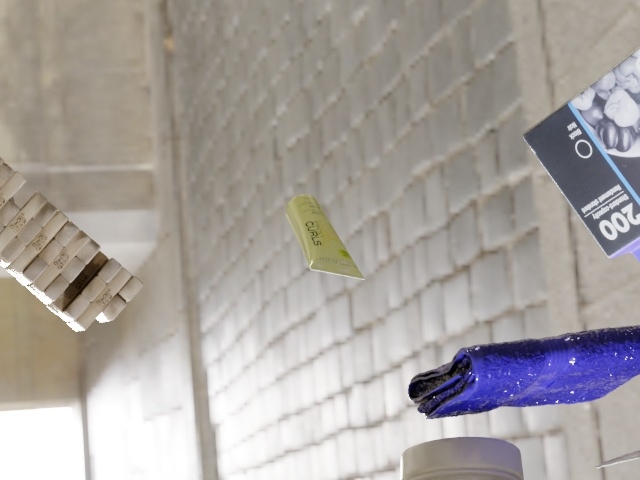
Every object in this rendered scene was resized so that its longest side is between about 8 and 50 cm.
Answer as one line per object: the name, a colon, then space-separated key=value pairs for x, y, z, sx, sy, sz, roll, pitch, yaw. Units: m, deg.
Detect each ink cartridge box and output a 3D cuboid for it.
ink cartridge box: x=0.321 y=-0.070 z=1.417 sx=0.208 sy=0.045 sz=0.206 roll=53 pitch=138 yaw=2

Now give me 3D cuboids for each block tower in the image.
block tower: x=-0.370 y=-0.024 z=1.788 sx=0.091 sy=0.335 sz=0.097 roll=-50 pitch=10 yaw=-15

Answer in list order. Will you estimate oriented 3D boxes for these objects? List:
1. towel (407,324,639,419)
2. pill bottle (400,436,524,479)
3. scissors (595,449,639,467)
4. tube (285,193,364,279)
towel: x=0.297 y=0.183 z=2.035 sx=0.227 sy=0.308 sz=0.076 roll=137 pitch=124 yaw=-65
pill bottle: x=0.201 y=0.489 z=2.051 sx=0.229 sy=0.229 sz=0.407 roll=116 pitch=156 yaw=-62
scissors: x=0.495 y=0.243 z=1.871 sx=0.109 sy=0.297 sz=0.021 roll=-125 pitch=12 yaw=-54
tube: x=0.000 y=0.000 z=2.408 sx=0.062 sy=0.070 sz=0.240 roll=64 pitch=179 yaw=-30
